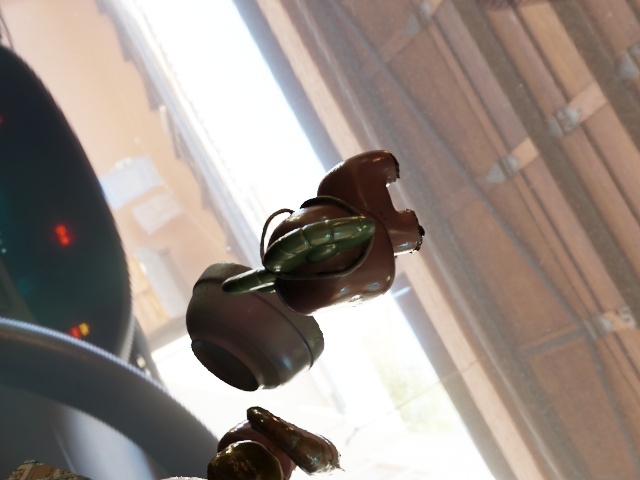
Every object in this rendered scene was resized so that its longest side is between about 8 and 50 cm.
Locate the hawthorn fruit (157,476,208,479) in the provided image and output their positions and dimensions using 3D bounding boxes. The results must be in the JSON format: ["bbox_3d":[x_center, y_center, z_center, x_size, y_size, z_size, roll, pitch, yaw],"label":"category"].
[{"bbox_3d":[-0.178,0.431,1.032,0.265,0.265,0.307,66,-7,-8],"label":"hawthorn fruit"}]

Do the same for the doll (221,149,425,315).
[{"bbox_3d":[0.000,0.000,1.153,0.284,0.268,0.216,-36,-109,55],"label":"doll"}]

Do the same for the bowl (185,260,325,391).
[{"bbox_3d":[-0.146,0.189,1.543,0.287,0.144,0.287,24,-34,17],"label":"bowl"}]

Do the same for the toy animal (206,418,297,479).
[{"bbox_3d":[-0.127,0.433,1.503,0.169,0.195,0.281,35,9,-3],"label":"toy animal"}]

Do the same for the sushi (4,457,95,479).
[{"bbox_3d":[-0.601,0.535,1.570,0.059,0.292,0.294,44,-8,33],"label":"sushi"}]

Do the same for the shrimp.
[{"bbox_3d":[-0.038,0.358,1.414,0.168,0.077,0.317,30,-13,26],"label":"shrimp"}]
